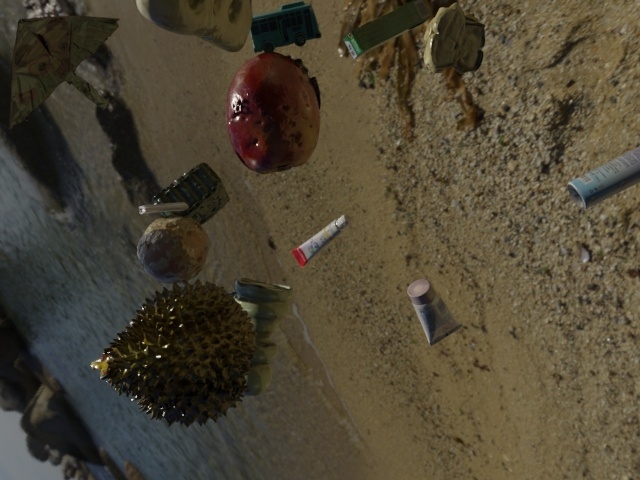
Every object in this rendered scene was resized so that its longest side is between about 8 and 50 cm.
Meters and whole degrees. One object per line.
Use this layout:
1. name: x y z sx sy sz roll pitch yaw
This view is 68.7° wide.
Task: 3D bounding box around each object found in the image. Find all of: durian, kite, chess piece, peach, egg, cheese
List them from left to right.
1. kite: -0.372 -0.245 0.688 0.012 0.229 0.250 39 172 5
2. egg: -0.410 0.028 1.311 0.195 0.195 0.233 50 136 5
3. durian: -0.240 0.202 0.843 0.258 0.258 0.293 24 166 35
4. cheese: -0.263 -0.540 1.081 0.129 0.351 0.328 20 157 10
5. chess piece: -0.191 0.286 1.371 0.182 0.182 0.330 9 90 44
6. peach: -0.168 -0.458 1.699 0.339 0.353 0.417 -5 94 8

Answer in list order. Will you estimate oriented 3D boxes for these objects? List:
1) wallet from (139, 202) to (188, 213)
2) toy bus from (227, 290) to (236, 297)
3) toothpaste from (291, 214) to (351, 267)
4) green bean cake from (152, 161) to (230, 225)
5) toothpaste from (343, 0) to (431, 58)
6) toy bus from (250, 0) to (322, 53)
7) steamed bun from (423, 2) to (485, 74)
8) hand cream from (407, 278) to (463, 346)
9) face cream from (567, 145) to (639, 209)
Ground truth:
1. wallet: -0.436 -0.090 1.304 0.061 0.122 0.025 4 100 55
2. toy bus: -0.307 0.314 1.751 0.116 0.133 0.234 121 133 -63
3. toothpaste: 0.000 0.000 1.059 0.190 0.031 0.048 -39 82 37
4. green bean cake: -0.458 -0.140 1.705 0.132 0.241 0.255 46 167 8
5. toothpaste: 0.125 -0.391 0.857 0.043 0.178 0.037 59 160 -10
6. toy bus: -0.133 -0.783 1.718 0.128 0.256 0.147 -104 0 -58
7. steamed bun: 0.384 -0.589 1.373 0.106 0.177 0.192 -122 29 -64
8. hand cream: 0.380 0.240 1.565 0.248 0.133 0.083 58 -176 -27
9. face cream: 0.688 -0.155 1.060 0.229 0.075 0.075 -29 98 13
